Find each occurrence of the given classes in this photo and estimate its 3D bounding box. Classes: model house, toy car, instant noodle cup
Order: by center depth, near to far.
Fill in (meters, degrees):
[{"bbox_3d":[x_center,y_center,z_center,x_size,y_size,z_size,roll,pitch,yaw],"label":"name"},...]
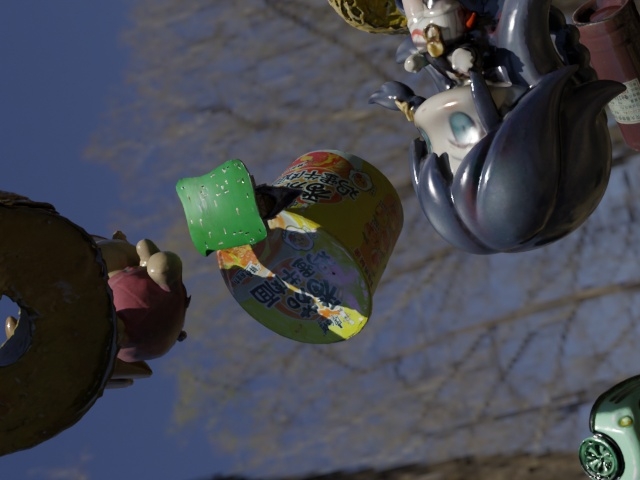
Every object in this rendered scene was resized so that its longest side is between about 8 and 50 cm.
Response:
[{"bbox_3d":[0.383,0.295,1.836,0.136,0.125,0.305,-20,-84,-41],"label":"toy car"},{"bbox_3d":[-0.101,-0.052,2.298,0.088,0.167,0.117,-19,-90,-39],"label":"model house"},{"bbox_3d":[0.000,0.000,2.611,0.200,0.264,0.264,-54,-50,-43],"label":"instant noodle cup"}]

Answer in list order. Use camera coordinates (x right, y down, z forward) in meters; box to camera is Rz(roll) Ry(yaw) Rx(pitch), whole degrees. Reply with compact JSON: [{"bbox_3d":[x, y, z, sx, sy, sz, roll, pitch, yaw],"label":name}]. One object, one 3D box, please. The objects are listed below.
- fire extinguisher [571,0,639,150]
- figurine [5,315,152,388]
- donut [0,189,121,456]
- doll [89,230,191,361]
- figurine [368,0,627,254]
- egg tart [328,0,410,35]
[{"bbox_3d":[0.360,-0.160,1.890,0.071,0.099,0.231,-41,-65,-27],"label":"fire extinguisher"},{"bbox_3d":[-0.357,0.130,2.543,0.177,0.247,0.173,121,143,-74],"label":"figurine"},{"bbox_3d":[-0.314,0.072,1.590,0.107,0.272,0.272,42,165,50],"label":"donut"},{"bbox_3d":[-0.298,0.068,2.359,0.196,0.256,0.152,-13,-66,-35],"label":"doll"},{"bbox_3d":[0.143,-0.121,1.399,0.175,0.197,0.265,-123,35,-85],"label":"figurine"},{"bbox_3d":[0.106,-0.385,2.289,0.094,0.234,0.234,-97,-16,-56],"label":"egg tart"}]
